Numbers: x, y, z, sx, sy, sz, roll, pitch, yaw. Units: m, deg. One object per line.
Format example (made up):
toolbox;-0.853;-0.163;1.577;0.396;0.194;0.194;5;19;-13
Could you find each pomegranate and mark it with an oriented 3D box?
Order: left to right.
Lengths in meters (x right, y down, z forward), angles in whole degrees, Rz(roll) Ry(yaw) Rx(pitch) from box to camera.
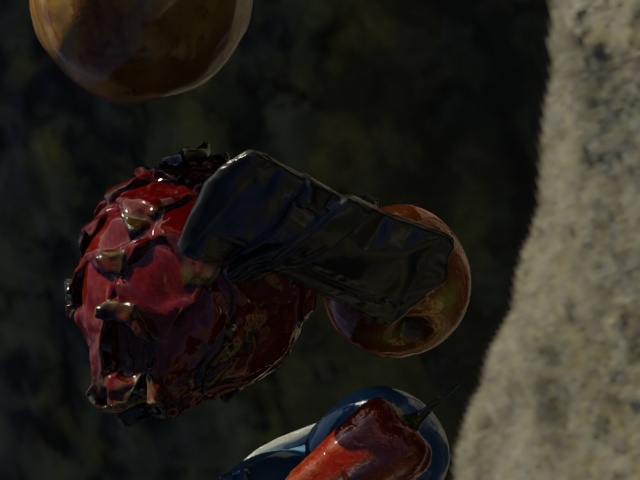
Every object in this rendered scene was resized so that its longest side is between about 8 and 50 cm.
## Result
pomegranate;-0.178;-0.254;1.891;0.248;0.248;0.248;25;124;43

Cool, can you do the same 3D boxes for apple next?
apple;0.080;0.041;2.010;0.163;0.163;0.139;120;144;-45

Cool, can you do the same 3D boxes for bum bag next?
bum bag;0.000;0.000;1.671;0.123;0.248;0.060;-53;35;26

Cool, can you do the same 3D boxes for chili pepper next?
chili pepper;0.055;0.184;1.675;0.084;0.192;0.086;50;-175;-2

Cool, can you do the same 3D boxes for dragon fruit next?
dragon fruit;-0.133;0.050;1.878;0.244;0.299;0.244;30;166;8

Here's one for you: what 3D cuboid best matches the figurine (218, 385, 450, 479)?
figurine;-0.021;0.322;2.048;0.298;0.243;0.416;38;138;-15
